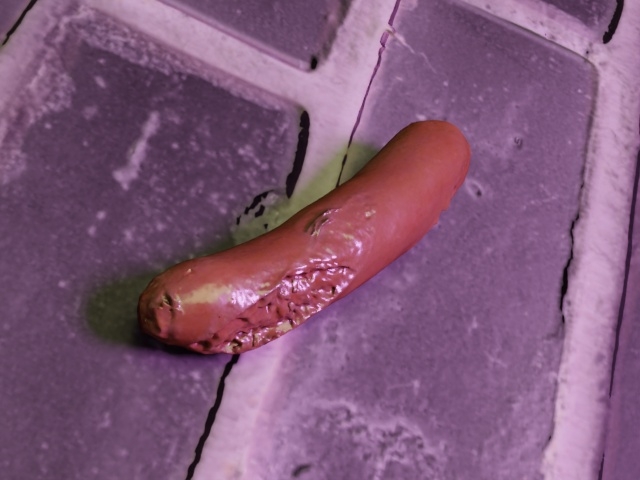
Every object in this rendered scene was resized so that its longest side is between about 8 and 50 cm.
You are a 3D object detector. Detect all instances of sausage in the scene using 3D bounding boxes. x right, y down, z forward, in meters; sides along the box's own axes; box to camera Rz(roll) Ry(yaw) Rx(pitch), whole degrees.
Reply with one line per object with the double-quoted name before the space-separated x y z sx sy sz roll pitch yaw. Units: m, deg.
"sausage" 0.002 0.001 1.026 0.087 0.079 0.326 47 50 13
